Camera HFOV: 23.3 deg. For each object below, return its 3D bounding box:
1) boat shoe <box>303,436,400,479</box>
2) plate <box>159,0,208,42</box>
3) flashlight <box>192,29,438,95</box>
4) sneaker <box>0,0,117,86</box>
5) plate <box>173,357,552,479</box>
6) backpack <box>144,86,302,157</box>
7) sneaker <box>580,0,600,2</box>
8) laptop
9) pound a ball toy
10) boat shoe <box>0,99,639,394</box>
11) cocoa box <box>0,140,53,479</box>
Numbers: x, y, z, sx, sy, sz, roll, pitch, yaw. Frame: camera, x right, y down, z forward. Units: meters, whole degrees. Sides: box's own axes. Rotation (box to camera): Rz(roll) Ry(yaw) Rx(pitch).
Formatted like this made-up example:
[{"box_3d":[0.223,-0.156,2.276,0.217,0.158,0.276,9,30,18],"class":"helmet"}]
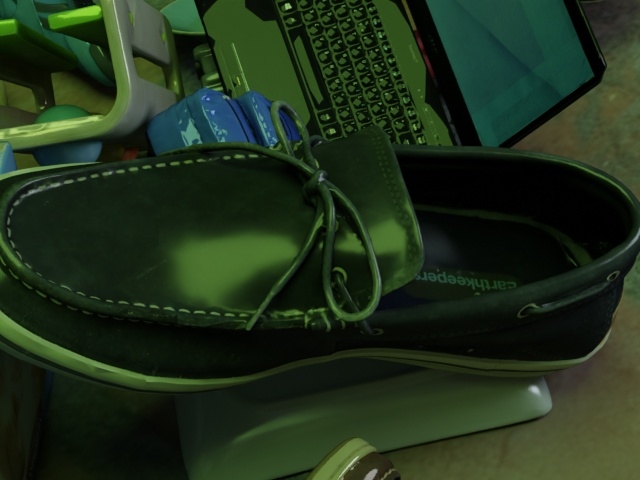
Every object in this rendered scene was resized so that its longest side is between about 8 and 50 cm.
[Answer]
[{"box_3d":[-0.008,0.287,0.964,0.123,0.123,0.342,21,57,12],"class":"boat shoe"},{"box_3d":[-0.058,-0.212,1.426,0.188,0.024,0.188,-9,22,4],"class":"plate"},{"box_3d":[0.046,-0.160,1.344,0.304,0.103,0.103,-17,15,-2],"class":"flashlight"},{"box_3d":[-0.250,-0.201,1.454,0.082,0.069,0.209,-45,62,10],"class":"sneaker"},{"box_3d":[0.010,0.047,1.213,0.277,0.045,0.278,-13,48,-4],"class":"plate"},{"box_3d":[-0.073,-0.068,1.184,0.101,0.120,0.098,-36,66,14],"class":"backpack"},{"box_3d":[0.213,-0.258,1.449,0.229,0.086,0.132,13,20,38],"class":"sneaker"},{"box_3d":[0.053,-0.166,1.226,0.264,0.136,0.234,-16,71,-8],"class":"laptop"},{"box_3d":[-0.226,-0.109,1.246,0.208,0.319,0.135,-9,90,3],"class":"pound a ball toy"},{"box_3d":[0.000,0.000,1.048,0.500,0.156,0.186,4,53,-22],"class":"boat shoe"},{"box_3d":[-0.325,0.127,1.052,0.228,0.231,0.347,0,49,3],"class":"cocoa box"}]
